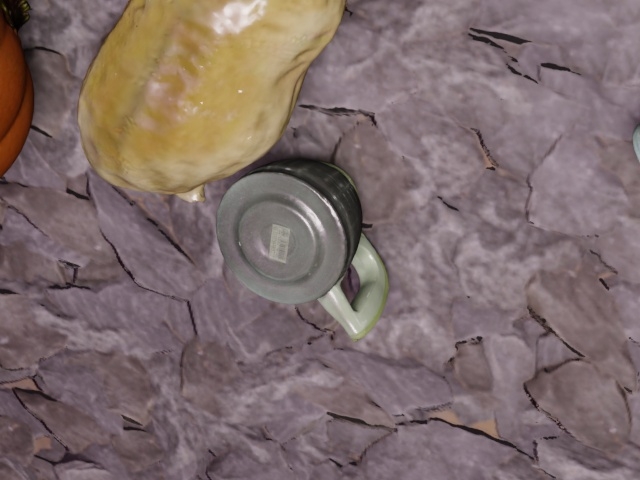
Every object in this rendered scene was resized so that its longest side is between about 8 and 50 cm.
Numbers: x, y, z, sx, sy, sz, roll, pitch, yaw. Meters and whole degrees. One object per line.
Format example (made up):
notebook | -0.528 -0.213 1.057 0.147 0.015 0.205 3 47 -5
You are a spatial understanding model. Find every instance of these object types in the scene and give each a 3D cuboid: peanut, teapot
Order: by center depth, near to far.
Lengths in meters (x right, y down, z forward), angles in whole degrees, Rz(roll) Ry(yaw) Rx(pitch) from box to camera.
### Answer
peanut | -0.070 -0.112 0.823 0.129 0.129 0.224 37 126 0
teapot | -0.008 -0.001 0.883 0.092 0.091 0.124 -2 112 25

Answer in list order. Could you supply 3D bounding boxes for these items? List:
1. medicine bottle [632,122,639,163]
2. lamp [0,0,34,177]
medicine bottle | 0.295 -0.096 0.704 0.124 0.079 0.258 48 125 -8
lamp | -0.289 -0.122 0.869 0.223 0.196 0.223 44 163 18
